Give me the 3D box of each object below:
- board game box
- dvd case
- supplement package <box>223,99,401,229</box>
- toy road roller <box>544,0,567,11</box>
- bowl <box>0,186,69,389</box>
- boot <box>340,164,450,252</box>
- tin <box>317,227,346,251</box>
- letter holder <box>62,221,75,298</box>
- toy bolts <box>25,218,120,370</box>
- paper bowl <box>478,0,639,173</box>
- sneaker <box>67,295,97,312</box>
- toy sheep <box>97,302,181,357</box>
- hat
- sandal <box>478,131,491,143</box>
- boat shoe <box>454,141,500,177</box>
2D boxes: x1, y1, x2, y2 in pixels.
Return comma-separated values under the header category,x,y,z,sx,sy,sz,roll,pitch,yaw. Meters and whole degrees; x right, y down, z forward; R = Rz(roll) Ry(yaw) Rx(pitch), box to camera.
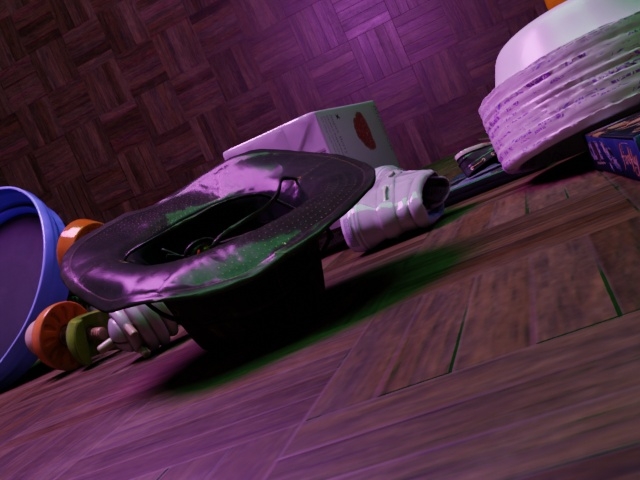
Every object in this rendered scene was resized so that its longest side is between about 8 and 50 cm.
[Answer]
category,x,y,z,sx,sy,sz,roll,pitch,yaw
board game box,0.340,-0.109,0.677,0.165,0.042,0.243,-23,4,12
dvd case,0.275,-0.107,1.191,0.180,0.022,0.253,-21,4,24
supplement package,0.005,-0.116,1.265,0.175,0.178,0.293,-21,5,25
toy road roller,0.488,-0.318,1.151,0.329,0.241,0.202,-26,5,-31
bowl,-0.604,0.094,1.385,0.391,0.391,0.077,-22,-29,27
boot,0.123,-0.056,1.038,0.123,0.095,0.258,-16,15,23
tin,0.000,0.000,1.286,0.189,0.040,0.106,-24,0,-20
letter holder,-0.549,0.106,1.589,0.214,0.152,0.302,-26,-17,2
toy bolts,-0.348,0.073,1.162,0.158,0.218,0.228,-5,6,33
paper bowl,0.327,-0.200,0.906,0.284,0.148,0.284,-23,-7,-3
sneaker,-0.413,0.152,1.432,0.275,0.107,0.110,-26,-25,24
toy sheep,-0.212,0.096,0.915,0.132,0.091,0.091,-31,6,-23
hat,-0.082,0.023,0.745,0.331,0.134,0.331,-18,23,8
sandal,0.403,-0.206,1.569,0.090,0.060,0.219,-31,20,-13
boat shoe,0.271,-0.134,1.142,0.133,0.042,0.049,-24,-16,-6
